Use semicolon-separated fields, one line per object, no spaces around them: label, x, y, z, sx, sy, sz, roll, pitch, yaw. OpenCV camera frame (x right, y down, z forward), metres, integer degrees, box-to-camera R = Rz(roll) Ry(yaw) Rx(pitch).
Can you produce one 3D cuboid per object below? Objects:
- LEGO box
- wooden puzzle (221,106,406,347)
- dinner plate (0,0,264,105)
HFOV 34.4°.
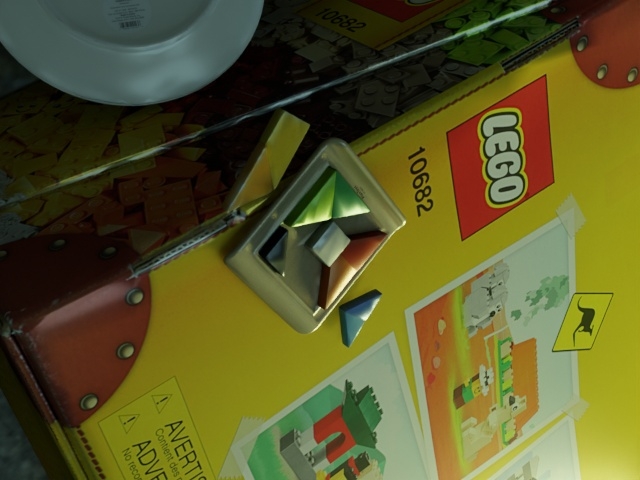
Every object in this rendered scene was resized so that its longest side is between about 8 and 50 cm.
LEGO box;0.022;0.101;0.667;0.372;0.193;0.500;-30;129;-22
wooden puzzle;0.000;0.000;0.451;0.079;0.014;0.116;-53;134;-1
dinner plate;-0.095;-0.134;0.502;0.141;0.017;0.141;2;78;-12
